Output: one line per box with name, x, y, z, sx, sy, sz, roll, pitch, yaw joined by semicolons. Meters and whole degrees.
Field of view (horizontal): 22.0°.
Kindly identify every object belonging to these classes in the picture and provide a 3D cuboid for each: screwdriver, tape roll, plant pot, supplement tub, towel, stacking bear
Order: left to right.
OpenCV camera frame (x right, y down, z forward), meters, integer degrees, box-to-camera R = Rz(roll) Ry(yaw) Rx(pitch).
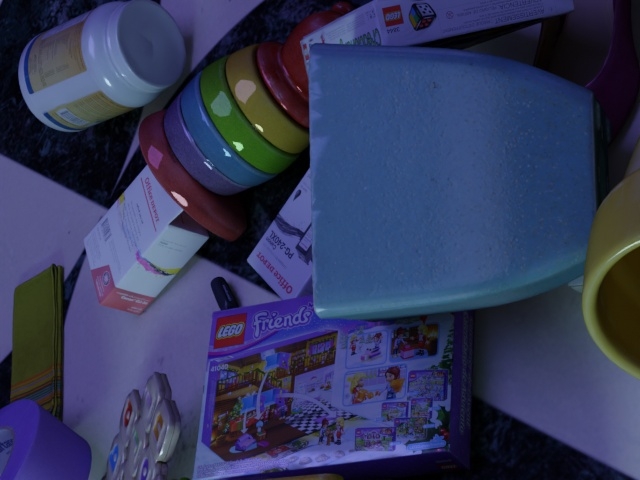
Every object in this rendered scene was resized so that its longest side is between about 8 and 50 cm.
tape roll;-0.403;0.329;2.008;0.275;0.090;0.275;-39;24;21
towel;-0.383;0.152;2.201;0.102;0.021;0.237;-26;54;34
supplement tub;-0.291;-0.235;2.202;0.200;0.144;0.144;-16;61;40
screwdriver;-0.096;0.106;1.929;0.024;0.025;0.170;-45;44;21
stacking bear;-0.057;-0.160;1.929;0.289;0.164;0.175;-35;49;23
plant pot;0.142;-0.050;1.536;0.252;0.248;0.247;-2;86;15
plant pot;0.354;-0.027;1.389;0.254;0.254;0.239;-23;41;37

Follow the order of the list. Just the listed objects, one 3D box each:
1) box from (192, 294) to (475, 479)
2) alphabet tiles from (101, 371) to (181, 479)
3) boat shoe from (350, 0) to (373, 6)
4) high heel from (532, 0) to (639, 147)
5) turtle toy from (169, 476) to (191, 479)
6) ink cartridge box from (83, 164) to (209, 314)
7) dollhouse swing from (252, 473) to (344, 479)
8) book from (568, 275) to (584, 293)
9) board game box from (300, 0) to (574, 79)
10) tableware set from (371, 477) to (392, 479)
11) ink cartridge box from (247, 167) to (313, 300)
box;0.015;0.152;1.704;0.293;0.057;0.200;-10;58;26
alphabet tiles;-0.212;0.300;1.874;0.278;0.021;0.284;-125;51;-65
boat shoe;0.136;-0.308;1.837;0.340;0.127;0.158;32;101;56
high heel;0.242;-0.242;1.635;0.127;0.181;0.377;9;78;47
turtle toy;-0.127;0.294;1.830;0.066;0.095;0.130;-13;61;17
ink cartridge box;-0.208;-0.015;2.055;0.198;0.067;0.115;-46;45;30
dollhouse swing;0.052;0.413;1.576;0.315;0.305;0.346;113;154;-70
book;0.308;-0.001;1.570;0.144;0.035;0.096;-7;64;46
board game box;0.108;-0.217;1.666;0.305;0.193;0.053;180;77;-77
tableware set;0.025;0.318;1.695;0.128;0.039;0.194;34;100;41
ink cartridge box;0.000;0.000;1.853;0.150;0.063;0.109;-55;43;10
